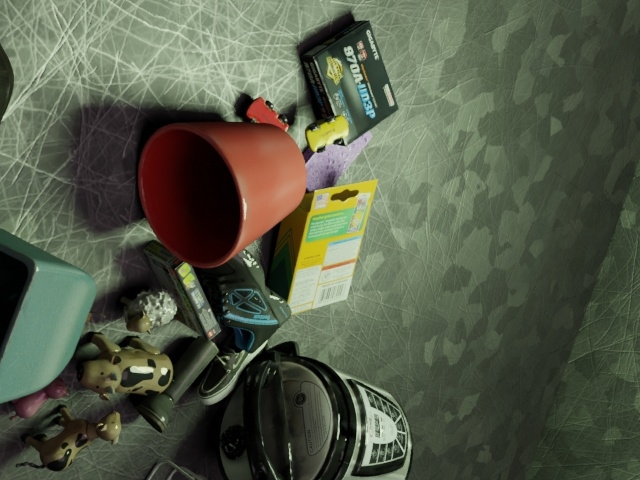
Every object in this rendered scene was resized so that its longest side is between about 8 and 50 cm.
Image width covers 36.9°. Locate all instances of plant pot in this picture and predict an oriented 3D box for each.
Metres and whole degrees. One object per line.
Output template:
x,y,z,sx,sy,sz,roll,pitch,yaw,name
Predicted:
-0.521,0.109,1.603,0.252,0.248,0.247,9,104,-66,plant pot
-0.173,-0.110,1.848,0.243,0.275,0.275,-24,126,-50,plant pot

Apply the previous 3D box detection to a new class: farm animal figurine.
-0.413,0.272,1.837,0.327,0.172,0.330,-10,117,-43,farm animal figurine

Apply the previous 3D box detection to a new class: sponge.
0.025,-0.195,2.167,0.210,0.031,0.117,-53,138,-13,sponge

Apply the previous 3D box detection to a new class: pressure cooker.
-0.030,0.462,2.188,0.420,0.370,0.375,30,92,-48,pressure cooker

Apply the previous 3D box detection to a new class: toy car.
-0.069,-0.174,2.016,0.239,0.053,0.225,8,98,-28,toy car

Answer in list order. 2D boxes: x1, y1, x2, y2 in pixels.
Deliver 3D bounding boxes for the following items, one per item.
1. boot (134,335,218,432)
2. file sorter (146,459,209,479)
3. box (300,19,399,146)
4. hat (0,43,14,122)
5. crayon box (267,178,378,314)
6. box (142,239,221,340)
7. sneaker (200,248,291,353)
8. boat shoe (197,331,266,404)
-0.290,0.294,1.993,0.208,0.190,0.076,-42,105,-14,boot
-0.272,0.631,2.157,0.173,0.193,0.278,-59,139,-10,file sorter
0.066,-0.342,2.091,0.175,0.051,0.220,-37,121,-27,box
-0.616,-0.219,1.406,0.331,0.134,0.331,-21,115,-57,hat
0.000,0.000,2.171,0.203,0.083,0.323,-13,127,-42,crayon box
-0.279,0.102,1.937,0.036,0.114,0.207,-41,135,-25,box
-0.184,0.106,2.009,0.139,0.125,0.341,-51,130,-18,sneaker
-0.206,0.263,2.131,0.219,0.078,0.070,-53,139,-25,boat shoe
